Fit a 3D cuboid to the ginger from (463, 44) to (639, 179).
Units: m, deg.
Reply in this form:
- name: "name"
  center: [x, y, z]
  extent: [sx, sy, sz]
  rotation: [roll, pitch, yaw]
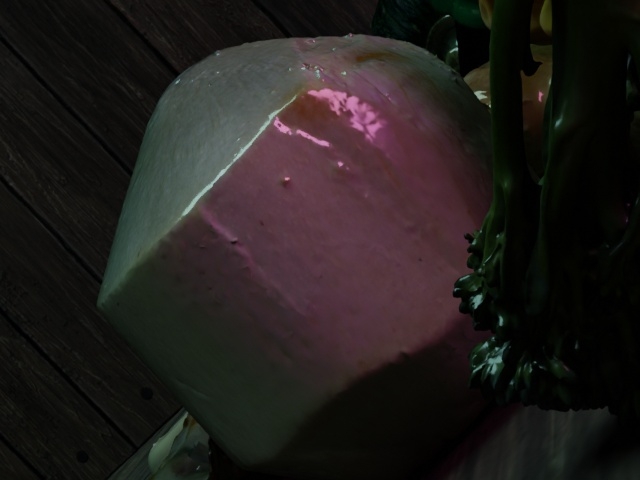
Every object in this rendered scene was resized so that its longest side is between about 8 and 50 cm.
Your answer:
- name: "ginger"
  center: [0.133, -0.076, 0.874]
  extent: [0.363, 0.122, 0.348]
  rotation: [-31, -1, 33]

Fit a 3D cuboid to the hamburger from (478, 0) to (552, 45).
- name: "hamburger"
  center: [0.180, -0.148, 0.582]
  extent: [0.237, 0.237, 0.149]
  rotation: [-46, -38, -58]

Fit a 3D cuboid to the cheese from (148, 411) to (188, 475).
- name: "cheese"
  center: [-0.096, 0.180, 1.217]
  extent: [0.163, 0.071, 0.249]
  rotation: [-46, 1, -13]

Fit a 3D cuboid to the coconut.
- name: "coconut"
  center: [-0.002, 0.002, 0.640]
  extent: [0.241, 0.241, 0.241]
  rotation: [-44, 1, 1]

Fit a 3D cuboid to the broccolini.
- name: "broccolini"
  center: [0.092, -0.127, 0.356]
  extent: [0.074, 0.078, 0.392]
  rotation: [-97, 11, -69]

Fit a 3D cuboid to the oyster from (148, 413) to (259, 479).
- name: "oyster"
  center: [-0.064, 0.144, 0.983]
  extent: [0.221, 0.096, 0.361]
  rotation: [-49, 1, 3]

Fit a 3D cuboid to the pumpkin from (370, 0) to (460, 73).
- name: "pumpkin"
  center: [0.172, -0.238, 1.392]
  extent: [0.263, 0.197, 0.293]
  rotation: [-36, -30, -42]

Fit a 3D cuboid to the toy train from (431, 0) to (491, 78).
- name: "toy train"
  center: [0.172, -0.284, 1.026]
  extent: [0.178, 0.429, 0.249]
  rotation: [14, 36, 37]
